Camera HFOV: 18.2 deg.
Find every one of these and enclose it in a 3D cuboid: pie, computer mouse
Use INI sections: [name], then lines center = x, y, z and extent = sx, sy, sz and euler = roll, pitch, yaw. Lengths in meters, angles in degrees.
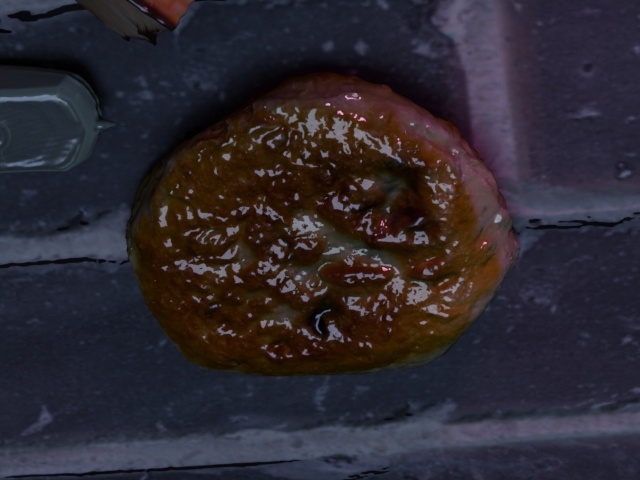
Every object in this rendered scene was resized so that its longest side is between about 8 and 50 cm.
[pie]
center = 0.000, 0.000, 1.564
extent = 0.315, 0.092, 0.315
euler = 2, 131, 3
[computer mouse]
center = -0.245, -0.094, 1.512
extent = 0.181, 0.056, 0.089
euler = -3, 131, -3

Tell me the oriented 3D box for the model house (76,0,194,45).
[model house]
center = -0.118, -0.240, 1.306
extent = 0.166, 0.183, 0.172
euler = 39, 84, -25
